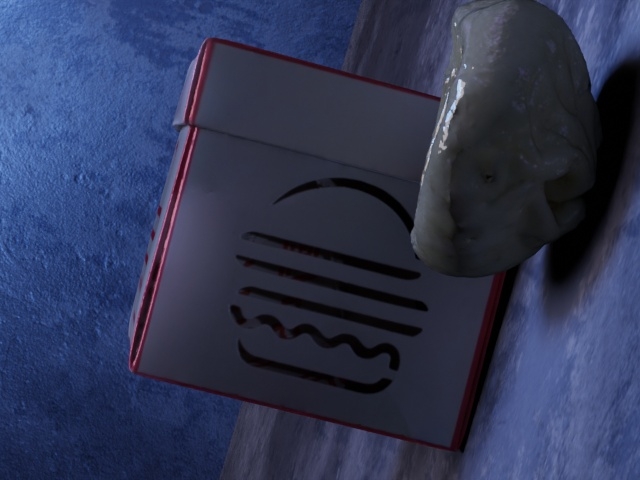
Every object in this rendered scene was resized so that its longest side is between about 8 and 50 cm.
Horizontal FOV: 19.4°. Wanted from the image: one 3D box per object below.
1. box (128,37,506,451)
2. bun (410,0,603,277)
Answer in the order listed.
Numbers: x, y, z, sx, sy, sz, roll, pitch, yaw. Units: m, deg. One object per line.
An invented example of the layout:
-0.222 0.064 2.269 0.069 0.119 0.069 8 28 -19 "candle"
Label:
0.000 0.000 1.716 0.312 0.314 0.300 -155 79 -84 "box"
0.147 -0.076 1.424 0.231 0.133 0.231 13 -90 -87 "bun"
